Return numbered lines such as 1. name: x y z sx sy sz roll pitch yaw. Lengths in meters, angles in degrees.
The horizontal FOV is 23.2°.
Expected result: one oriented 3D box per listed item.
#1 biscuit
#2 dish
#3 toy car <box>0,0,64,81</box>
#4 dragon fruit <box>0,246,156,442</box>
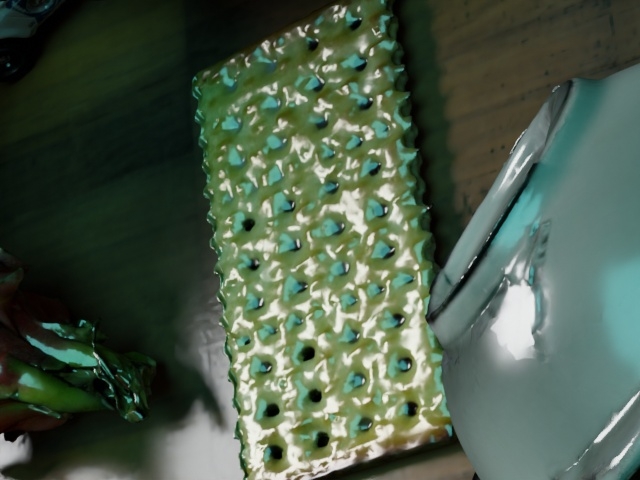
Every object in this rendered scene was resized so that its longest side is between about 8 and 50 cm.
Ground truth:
1. biscuit: 0.000 0.000 0.757 0.139 0.016 0.232 -22 66 34
2. dish: 0.089 0.014 0.570 0.078 0.224 0.246 30 129 -1
3. toy car: -0.182 -0.161 0.909 0.170 0.070 0.080 -39 59 25
4. dragon fruit: -0.192 0.069 0.831 0.235 0.135 0.137 24 89 22
